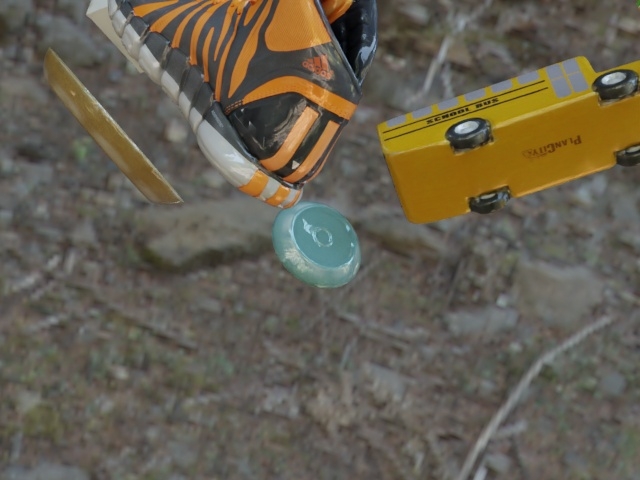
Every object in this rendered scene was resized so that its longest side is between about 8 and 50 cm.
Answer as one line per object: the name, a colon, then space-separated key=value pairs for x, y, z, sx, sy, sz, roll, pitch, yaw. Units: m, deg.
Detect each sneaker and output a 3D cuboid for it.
sneaker: x=-0.052 y=-0.180 z=1.365 sx=0.124 sy=0.180 sz=0.321 roll=20 pitch=24 yaw=-47

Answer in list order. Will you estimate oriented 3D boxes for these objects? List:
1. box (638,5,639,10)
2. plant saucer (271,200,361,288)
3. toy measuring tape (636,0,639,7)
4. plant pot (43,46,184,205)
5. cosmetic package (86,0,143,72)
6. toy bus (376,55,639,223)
box: x=0.304 y=-0.205 z=1.257 sx=0.028 sy=0.136 sz=0.081 roll=50 pitch=65 yaw=-18
plant saucer: x=0.000 y=0.000 z=1.958 sx=0.119 sy=0.021 sz=0.119 roll=14 pitch=57 yaw=-22
toy measuring tape: x=0.465 y=-0.309 z=1.755 sx=0.330 sy=0.121 sz=0.121 roll=-3 pitch=40 yaw=-4
plant pot: x=-0.245 y=-0.124 z=1.895 sx=0.032 sy=0.236 sz=0.236 roll=-41 pitch=57 yaw=-3
cosmetic package: x=-0.178 y=-0.308 z=1.815 sx=0.099 sy=0.060 sz=0.239 roll=45 pitch=43 yaw=-36
toy bus: x=0.242 y=-0.125 z=1.941 sx=0.333 sy=0.108 sz=0.130 roll=-18 pitch=28 yaw=5
